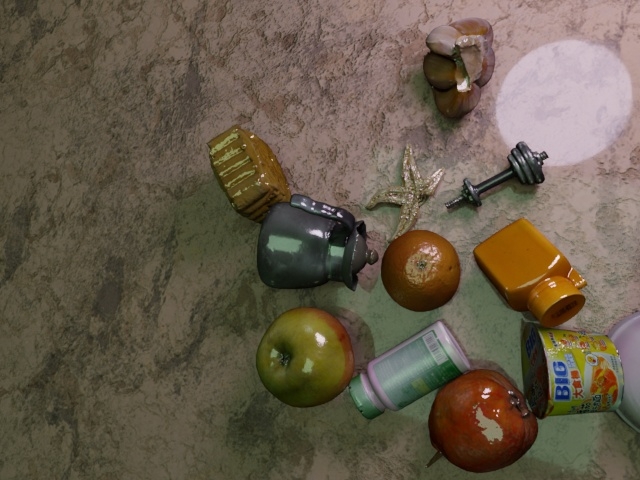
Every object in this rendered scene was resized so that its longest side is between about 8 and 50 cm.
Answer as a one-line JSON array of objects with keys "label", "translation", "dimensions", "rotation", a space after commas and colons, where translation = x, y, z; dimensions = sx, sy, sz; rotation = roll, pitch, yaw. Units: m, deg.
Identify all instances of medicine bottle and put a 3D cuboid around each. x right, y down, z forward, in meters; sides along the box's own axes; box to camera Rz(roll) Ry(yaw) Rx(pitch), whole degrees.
[{"label": "medicine bottle", "translation": [0.459, 0.075, 1.039], "dimensions": [0.149, 0.112, 0.222], "rotation": [-35, 43, 9]}, {"label": "medicine bottle", "translation": [0.203, 0.314, 1.127], "dimensions": [0.274, 0.133, 0.133], "rotation": [-33, 75, 11]}]

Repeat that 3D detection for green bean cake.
[{"label": "green bean cake", "translation": [-0.181, -0.175, 1.264], "dimensions": [0.131, 0.224, 0.230], "rotation": [-29, 72, 12]}]

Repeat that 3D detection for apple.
[{"label": "apple", "translation": [-0.040, 0.282, 1.157], "dimensions": [0.261, 0.194, 0.261], "rotation": [-13, 69, 37]}]

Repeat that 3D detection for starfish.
[{"label": "starfish", "translation": [0.209, -0.120, 1.223], "dimensions": [0.138, 0.050, 0.247], "rotation": [36, 92, 20]}]

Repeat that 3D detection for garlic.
[{"label": "garlic", "translation": [0.348, -0.427, 1.162], "dimensions": [0.160, 0.214, 0.191], "rotation": [-25, 32, -3]}]

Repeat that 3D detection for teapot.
[{"label": "teapot", "translation": [0.005, -0.008, 1.170], "dimensions": [0.285, 0.223, 0.305], "rotation": [8, 122, 11]}]

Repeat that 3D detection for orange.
[{"label": "orange", "translation": [0.234, 0.070, 1.113], "dimensions": [0.206, 0.206, 0.206], "rotation": [-2, 83, 17]}]

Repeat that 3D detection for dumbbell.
[{"label": "dumbbell", "translation": [0.418, -0.143, 1.136], "dimensions": [0.254, 0.110, 0.110], "rotation": [-29, 76, 20]}]

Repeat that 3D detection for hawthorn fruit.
[{"label": "hawthorn fruit", "translation": [0.328, 0.412, 1.042], "dimensions": [0.262, 0.210, 0.210], "rotation": [-44, 73, 22]}]

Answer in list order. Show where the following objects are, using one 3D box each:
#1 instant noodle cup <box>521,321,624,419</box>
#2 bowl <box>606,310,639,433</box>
[{"label": "instant noodle cup", "translation": [0.528, 0.279, 1.006], "dimensions": [0.153, 0.205, 0.205], "rotation": [1, 84, 8]}, {"label": "bowl", "translation": [0.733, 0.280, 0.957], "dimensions": [0.287, 0.144, 0.287], "rotation": [-3, 82, 18]}]
